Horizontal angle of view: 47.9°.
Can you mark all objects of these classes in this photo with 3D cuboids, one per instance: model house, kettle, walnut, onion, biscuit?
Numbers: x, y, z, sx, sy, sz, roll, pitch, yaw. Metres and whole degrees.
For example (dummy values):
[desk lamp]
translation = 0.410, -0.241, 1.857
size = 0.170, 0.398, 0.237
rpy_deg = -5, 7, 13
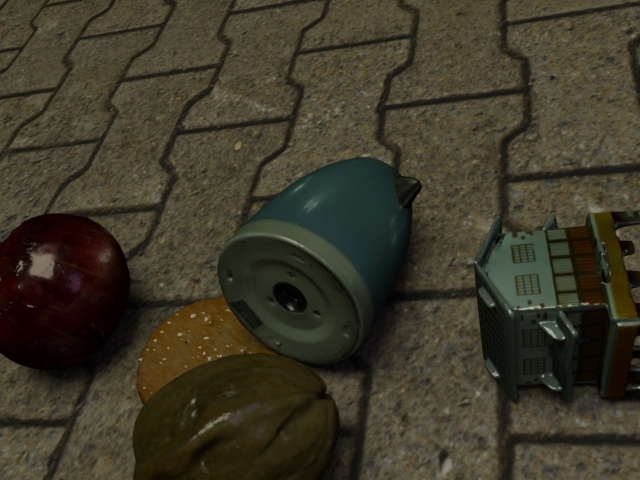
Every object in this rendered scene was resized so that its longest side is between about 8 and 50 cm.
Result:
[model house]
translation = 0.320, 0.091, 0.961
size = 0.215, 0.224, 0.198
rpy_deg = -3, 50, 13
[kettle]
translation = 0.000, 0.000, 1.179
size = 0.319, 0.247, 0.342
rpy_deg = -14, 27, 40
[walnut]
translation = -0.110, 0.266, 0.950
size = 0.283, 0.283, 0.227
rpy_deg = -28, 74, -5
[onion]
translation = -0.455, 0.088, 1.251
size = 0.276, 0.276, 0.276
rpy_deg = -11, 46, 12
[biscuit]
translation = -0.186, 0.196, 1.183
size = 0.254, 0.035, 0.254
rpy_deg = -10, 46, 11
